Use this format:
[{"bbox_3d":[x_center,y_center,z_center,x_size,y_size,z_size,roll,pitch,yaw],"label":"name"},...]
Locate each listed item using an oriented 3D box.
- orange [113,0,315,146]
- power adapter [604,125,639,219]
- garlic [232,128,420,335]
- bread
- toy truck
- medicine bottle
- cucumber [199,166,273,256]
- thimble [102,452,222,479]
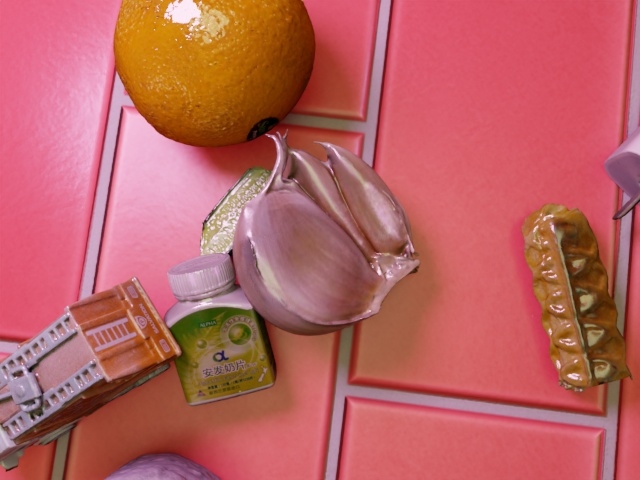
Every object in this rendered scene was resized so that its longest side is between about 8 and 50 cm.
[{"bbox_3d":[-0.144,-0.262,0.840,0.274,0.274,0.274,0,84,1],"label":"orange"},{"bbox_3d":[0.527,-0.099,0.880,0.255,0.124,0.187,-44,84,-4],"label":"power adapter"},{"bbox_3d":[0.000,0.000,0.836,0.292,0.210,0.237,39,99,-9],"label":"garlic"},{"bbox_3d":[0.359,0.077,0.885,0.087,0.098,0.269,-7,81,-42],"label":"bread"},{"bbox_3d":[-0.348,0.183,0.810,0.305,0.162,0.136,-34,84,21],"label":"toy truck"},{"bbox_3d":[-0.145,0.119,0.861,0.132,0.088,0.188,-14,104,0],"label":"medicine bottle"},{"bbox_3d":[-0.128,-0.030,0.925,0.070,0.046,0.220,38,84,7],"label":"cucumber"},{"bbox_3d":[-0.210,0.408,0.826,0.245,0.157,0.217,26,88,4],"label":"thimble"}]
